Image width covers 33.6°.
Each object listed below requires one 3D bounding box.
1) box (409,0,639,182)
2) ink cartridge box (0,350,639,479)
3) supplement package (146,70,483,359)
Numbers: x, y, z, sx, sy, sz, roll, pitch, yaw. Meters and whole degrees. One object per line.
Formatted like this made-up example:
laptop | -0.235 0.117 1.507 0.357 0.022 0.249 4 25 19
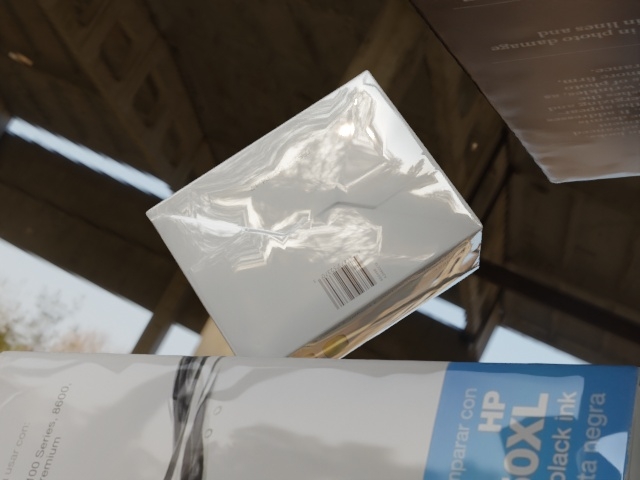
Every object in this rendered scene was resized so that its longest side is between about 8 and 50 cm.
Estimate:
box | 0.165 -0.137 0.489 0.191 0.143 0.381 -4 -13 21
ink cartridge box | 0.013 0.194 0.617 0.394 0.166 0.285 -2 -31 29
supplement package | 0.000 0.000 1.072 0.204 0.262 0.145 56 -3 17
